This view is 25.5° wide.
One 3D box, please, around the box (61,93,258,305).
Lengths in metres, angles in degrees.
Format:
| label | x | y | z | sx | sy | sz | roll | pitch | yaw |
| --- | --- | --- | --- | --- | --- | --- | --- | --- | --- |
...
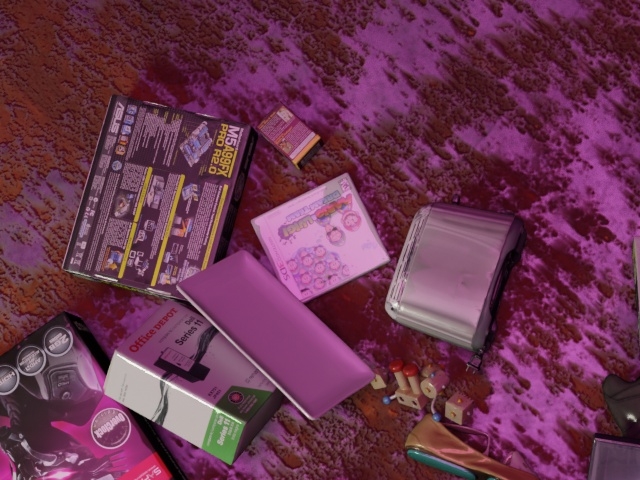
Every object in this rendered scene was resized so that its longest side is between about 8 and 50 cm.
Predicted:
| label | x | y | z | sx | sy | sz | roll | pitch | yaw |
| --- | --- | --- | --- | --- | --- | --- | --- | --- | --- |
| box | -0.229 | -0.056 | 2.031 | 0.216 | 0.060 | 0.270 | 13 | 82 | 9 |

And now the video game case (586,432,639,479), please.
| label | x | y | z | sx | sy | sz | roll | pitch | yaw |
| --- | --- | --- | --- | --- | --- | --- | --- | --- | --- |
| video game case | 0.479 | 0.362 | 1.833 | 0.274 | 0.026 | 0.196 | 8 | 108 | 9 |

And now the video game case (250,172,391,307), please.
| label | x | y | z | sx | sy | sz | roll | pitch | yaw |
| --- | --- | --- | --- | --- | --- | --- | --- | --- | --- |
| video game case | 0.000 | 0.000 | 2.009 | 0.157 | 0.019 | 0.143 | -26 | 78 | 2 |

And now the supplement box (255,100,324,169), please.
| label | x | y | z | sx | sy | sz | roll | pitch | yaw |
| --- | --- | --- | --- | --- | --- | --- | --- | --- | --- |
| supplement box | -0.044 | -0.150 | 2.029 | 0.083 | 0.043 | 0.055 | 43 | 88 | 12 |

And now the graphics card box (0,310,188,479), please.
| label | x | y | z | sx | sy | sz | roll | pitch | yaw |
| --- | --- | --- | --- | --- | --- | --- | --- | --- | --- |
| graphics card box | -0.338 | 0.312 | 1.964 | 0.233 | 0.094 | 0.371 | -35 | 76 | 1 |

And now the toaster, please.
| label | x | y | z | sx | sy | sz | roll | pitch | yaw |
| --- | --- | --- | --- | --- | --- | --- | --- | --- | --- |
| toaster | 0.182 | 0.054 | 1.921 | 0.147 | 0.129 | 0.227 | 17 | 85 | 15 |

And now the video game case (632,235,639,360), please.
| label | x | y | z | sx | sy | sz | roll | pitch | yaw |
| --- | --- | --- | --- | --- | --- | --- | --- | --- | --- |
| video game case | 0.530 | 0.075 | 1.851 | 0.232 | 0.041 | 0.210 | -1 | 44 | 10 |

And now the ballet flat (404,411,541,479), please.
| label | x | y | z | sx | sy | sz | roll | pitch | yaw |
| --- | --- | --- | --- | --- | --- | --- | --- | --- | --- |
| ballet flat | 0.228 | 0.299 | 1.897 | 0.232 | 0.080 | 0.073 | 26 | 69 | 10 |

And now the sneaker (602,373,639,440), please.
| label | x | y | z | sx | sy | sz | roll | pitch | yaw |
| --- | --- | --- | --- | --- | --- | --- | --- | --- | --- |
| sneaker | 0.503 | 0.163 | 1.868 | 0.286 | 0.109 | 0.130 | -30 | 74 | 1 |

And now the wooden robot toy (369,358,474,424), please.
| label | x | y | z | sx | sy | sz | roll | pitch | yaw |
| --- | --- | --- | --- | --- | --- | --- | --- | --- | --- |
| wooden robot toy | 0.146 | 0.187 | 1.925 | 0.173 | 0.076 | 0.079 | 14 | 39 | 44 |

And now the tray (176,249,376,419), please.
| label | x | y | z | sx | sy | sz | roll | pitch | yaw |
| --- | --- | --- | --- | --- | --- | --- | --- | --- | --- |
| tray | -0.064 | 0.131 | 1.935 | 0.270 | 0.145 | 0.030 | 43 | 131 | 18 |

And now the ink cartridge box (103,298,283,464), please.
| label | x | y | z | sx | sy | sz | roll | pitch | yaw |
| --- | --- | --- | --- | --- | --- | --- | --- | --- | --- |
| ink cartridge box | -0.166 | 0.188 | 1.925 | 0.208 | 0.153 | 0.086 | 27 | 126 | 11 |
